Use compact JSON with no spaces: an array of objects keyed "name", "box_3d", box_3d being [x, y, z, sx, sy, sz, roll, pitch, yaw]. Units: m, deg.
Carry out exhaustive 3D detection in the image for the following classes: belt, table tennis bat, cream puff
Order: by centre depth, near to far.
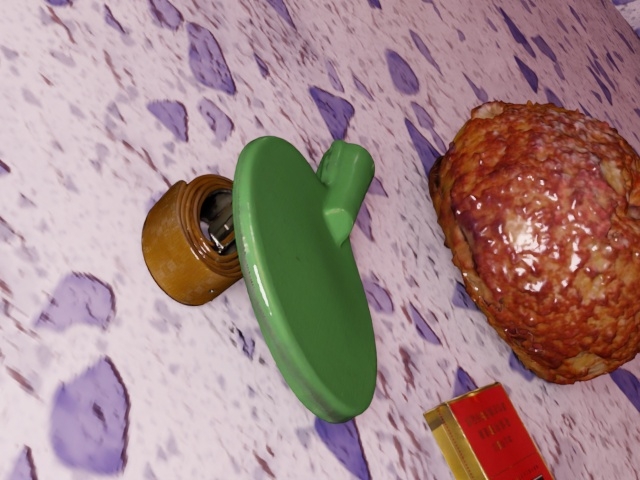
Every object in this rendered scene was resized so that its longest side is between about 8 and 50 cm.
[{"name":"belt","box_3d":[-0.060,-0.004,0.507,0.059,0.036,0.083,47,27,-11]},{"name":"table tennis bat","box_3d":[0.000,0.000,0.573,0.257,0.039,0.160,-70,138,-62]},{"name":"cream puff","box_3d":[0.192,-0.010,0.780,0.240,0.164,0.240,37,27,-23]}]

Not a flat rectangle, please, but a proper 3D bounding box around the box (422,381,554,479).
[{"name":"box","box_3d":[0.123,0.159,0.625,0.090,0.023,0.133,-1,60,-55]}]
